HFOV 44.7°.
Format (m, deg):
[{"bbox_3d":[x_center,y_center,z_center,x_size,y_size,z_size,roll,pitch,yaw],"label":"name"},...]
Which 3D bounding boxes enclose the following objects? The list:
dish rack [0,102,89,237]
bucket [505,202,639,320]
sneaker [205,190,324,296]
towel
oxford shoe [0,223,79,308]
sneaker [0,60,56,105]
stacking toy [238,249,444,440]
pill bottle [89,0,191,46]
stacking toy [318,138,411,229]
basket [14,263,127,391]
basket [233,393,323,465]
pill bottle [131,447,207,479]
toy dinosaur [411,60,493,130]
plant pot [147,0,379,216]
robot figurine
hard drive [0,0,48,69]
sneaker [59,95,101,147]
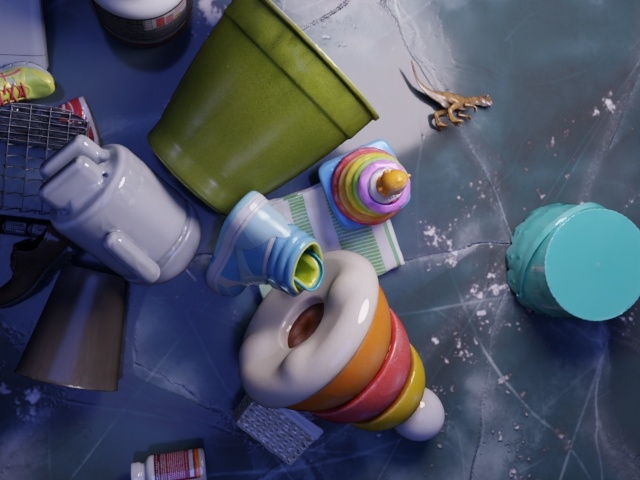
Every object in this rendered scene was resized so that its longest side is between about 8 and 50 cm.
[{"bbox_3d":[-0.566,-0.134,1.555,0.208,0.074,0.272,7,96,-11],"label":"dish rack"},{"bbox_3d":[0.565,0.047,1.714,0.281,0.183,0.281,0,91,-10],"label":"bucket"},{"bbox_3d":[-0.105,0.063,1.524,0.208,0.319,0.127,35,58,7],"label":"sneaker"},{"bbox_3d":[0.000,0.000,1.688,0.324,0.038,0.248,-20,96,-9],"label":"towel"},{"bbox_3d":[-0.580,0.045,1.540,0.227,0.083,0.096,-42,120,13],"label":"oxford shoe"},{"bbox_3d":[-0.627,-0.293,1.529,0.208,0.081,0.094,-4,49,-7],"label":"sneaker"},{"bbox_3d":[0.103,0.279,1.598,0.480,0.350,0.351,41,84,-28],"label":"stacking toy"},{"bbox_3d":[-0.340,-0.499,1.450,0.210,0.363,0.210,0,92,-10],"label":"pill bottle"},{"bbox_3d":[0.118,-0.109,1.532,0.175,0.302,0.166,-25,96,-8],"label":"stacking toy"},{"bbox_3d":[-0.475,0.170,1.554,0.204,0.154,0.227,17,84,-28],"label":"basket"},{"bbox_3d":[-0.093,0.380,1.643,0.167,0.113,0.103,39,87,-8],"label":"basket"},{"bbox_3d":[-0.314,0.485,1.619,0.152,0.086,0.086,-5,92,-10],"label":"pill bottle"},{"bbox_3d":[0.277,-0.309,1.726,0.211,0.064,0.112,12,71,-19],"label":"toy dinosaur"},{"bbox_3d":[-0.136,-0.243,1.523,0.366,0.366,0.353,44,95,-8],"label":"plant pot"},{"bbox_3d":[-0.369,-0.044,1.494,0.199,0.300,0.353,-33,132,15],"label":"robot figurine"},{"bbox_3d":[-0.652,-0.499,1.470,0.233,0.047,0.353,0,121,-10],"label":"hard drive"},{"bbox_3d":[-0.495,-0.231,1.592,0.067,0.042,0.118,-21,87,-13],"label":"sneaker"}]
